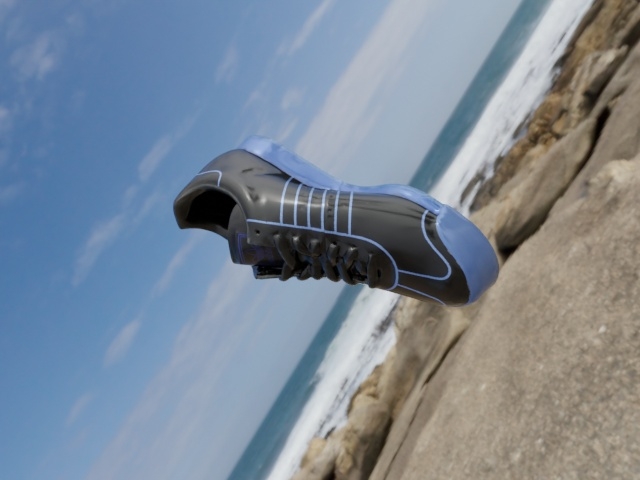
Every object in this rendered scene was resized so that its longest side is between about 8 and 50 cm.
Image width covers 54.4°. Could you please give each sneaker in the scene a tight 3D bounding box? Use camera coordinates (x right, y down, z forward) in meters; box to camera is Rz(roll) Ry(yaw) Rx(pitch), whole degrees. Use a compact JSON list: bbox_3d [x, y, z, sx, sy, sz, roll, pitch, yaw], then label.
[{"bbox_3d":[0.000,0.000,0.430,0.090,0.232,0.082,-43,-38,-33],"label":"sneaker"}]
